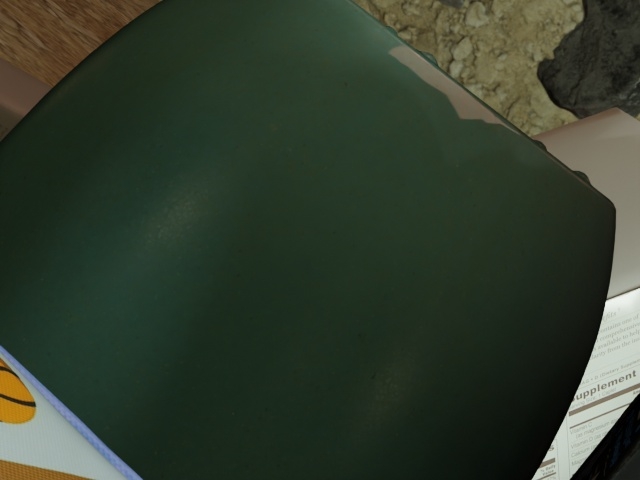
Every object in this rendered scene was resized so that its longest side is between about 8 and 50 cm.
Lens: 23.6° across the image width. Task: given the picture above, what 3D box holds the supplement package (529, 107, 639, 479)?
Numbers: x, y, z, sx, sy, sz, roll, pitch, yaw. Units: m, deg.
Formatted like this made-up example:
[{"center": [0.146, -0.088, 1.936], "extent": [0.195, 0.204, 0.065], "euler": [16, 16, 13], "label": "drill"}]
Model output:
[{"center": [0.137, 0.048, 0.981], "extent": [0.204, 0.262, 0.145], "euler": [-132, -151, -54], "label": "supplement package"}]

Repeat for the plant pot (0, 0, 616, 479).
[{"center": [-0.015, 0.019, 0.668], "extent": [0.293, 0.235, 0.293], "euler": [36, 8, -6], "label": "plant pot"}]

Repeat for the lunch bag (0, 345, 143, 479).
[{"center": [-0.155, 0.053, 0.303], "extent": [0.303, 0.115, 0.243], "euler": [38, 10, 13], "label": "lunch bag"}]

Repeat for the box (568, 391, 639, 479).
[{"center": [0.123, 0.105, 0.562], "extent": [0.073, 0.293, 0.295], "euler": [37, 7, 12], "label": "box"}]

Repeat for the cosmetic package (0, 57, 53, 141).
[{"center": [-0.198, -0.057, 0.863], "extent": [0.231, 0.085, 0.117], "euler": [32, 9, -47], "label": "cosmetic package"}]
